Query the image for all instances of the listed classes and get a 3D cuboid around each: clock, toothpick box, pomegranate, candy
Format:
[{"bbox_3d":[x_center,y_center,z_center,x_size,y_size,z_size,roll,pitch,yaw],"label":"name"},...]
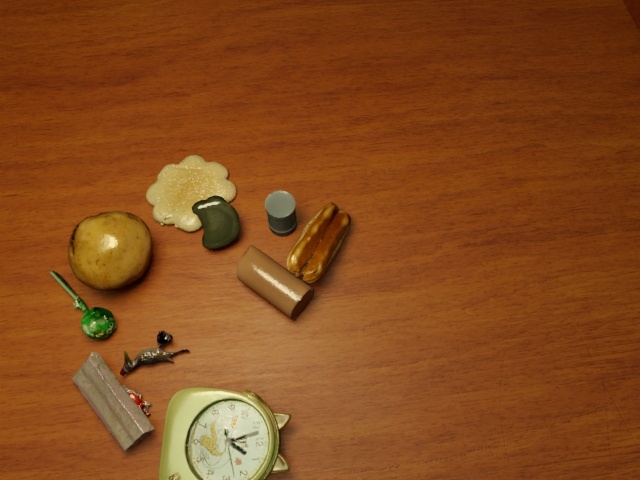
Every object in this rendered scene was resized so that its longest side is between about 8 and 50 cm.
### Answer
[{"bbox_3d":[-0.257,0.562,1.264,0.348,0.117,0.286,1,67,-2],"label":"clock"},{"bbox_3d":[-0.130,-0.088,1.524,0.101,0.153,0.101,1,66,-2],"label":"toothpick box"},{"bbox_3d":[-0.642,0.030,1.408,0.260,0.260,0.260,1,67,-1],"label":"pomegranate"},{"bbox_3d":[-0.767,0.194,1.439,0.323,0.097,0.097,37,71,22],"label":"candy"}]

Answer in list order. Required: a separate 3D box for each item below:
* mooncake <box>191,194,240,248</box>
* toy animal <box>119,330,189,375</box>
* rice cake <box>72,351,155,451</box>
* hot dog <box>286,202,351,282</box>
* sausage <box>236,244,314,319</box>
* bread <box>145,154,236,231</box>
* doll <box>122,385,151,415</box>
[{"bbox_3d":[-0.353,-0.061,1.507,0.168,0.104,0.175,16,100,-25],"label":"mooncake"},{"bbox_3d":[-0.512,0.347,1.377,0.202,0.070,0.105,-28,89,-17],"label":"toy animal"},{"bbox_3d":[-0.604,0.465,1.310,0.298,0.050,0.106,44,105,16],"label":"rice cake"},{"bbox_3d":[0.000,0.000,1.502,0.135,0.100,0.337,33,52,-2],"label":"hot dog"},{"bbox_3d":[-0.152,0.132,1.447,0.253,0.123,0.123,35,70,14],"label":"sausage"},{"bbox_3d":[-0.455,-0.171,1.606,0.316,0.054,0.316,0,65,-1],"label":"bread"},{"bbox_3d":[-0.545,0.472,1.337,0.057,0.039,0.114,-40,80,12],"label":"doll"}]
